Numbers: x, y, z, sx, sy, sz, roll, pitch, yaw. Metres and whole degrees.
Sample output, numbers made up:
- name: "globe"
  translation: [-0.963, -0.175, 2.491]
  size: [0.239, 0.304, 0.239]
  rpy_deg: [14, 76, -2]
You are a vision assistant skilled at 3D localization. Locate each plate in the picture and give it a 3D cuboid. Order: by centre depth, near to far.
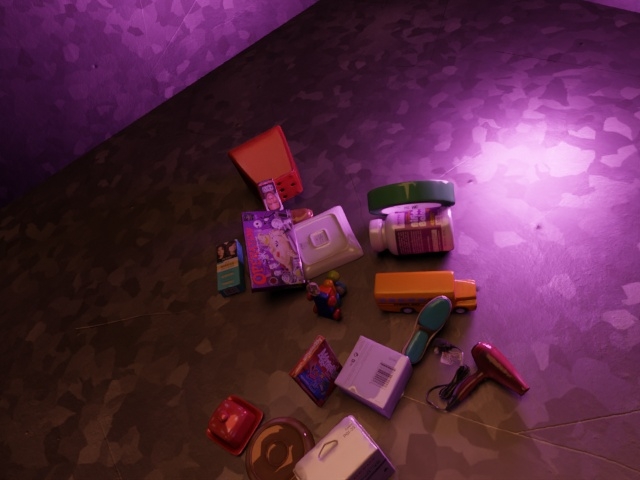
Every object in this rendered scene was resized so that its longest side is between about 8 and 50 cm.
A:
- name: "plate"
  translation: [0.000, 0.000, 1.874]
  size: [0.278, 0.045, 0.277]
  rpy_deg: [-24, 58, 1]

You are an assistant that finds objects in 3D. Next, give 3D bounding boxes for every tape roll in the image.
- name: "tape roll"
  translation: [0.340, -0.155, 1.720]
  size: [0.322, 0.321, 0.077]
  rpy_deg: [-7, 84, 15]

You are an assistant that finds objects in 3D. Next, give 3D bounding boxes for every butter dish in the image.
- name: "butter dish"
  translation: [-0.302, 0.593, 1.500]
  size: [0.160, 0.118, 0.159]
  rpy_deg: [19, 63, 30]

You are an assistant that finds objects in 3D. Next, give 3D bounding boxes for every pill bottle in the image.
- name: "pill bottle"
  translation: [0.342, -0.032, 1.716]
  size: [0.302, 0.169, 0.169]
  rpy_deg: [-6, 52, 15]

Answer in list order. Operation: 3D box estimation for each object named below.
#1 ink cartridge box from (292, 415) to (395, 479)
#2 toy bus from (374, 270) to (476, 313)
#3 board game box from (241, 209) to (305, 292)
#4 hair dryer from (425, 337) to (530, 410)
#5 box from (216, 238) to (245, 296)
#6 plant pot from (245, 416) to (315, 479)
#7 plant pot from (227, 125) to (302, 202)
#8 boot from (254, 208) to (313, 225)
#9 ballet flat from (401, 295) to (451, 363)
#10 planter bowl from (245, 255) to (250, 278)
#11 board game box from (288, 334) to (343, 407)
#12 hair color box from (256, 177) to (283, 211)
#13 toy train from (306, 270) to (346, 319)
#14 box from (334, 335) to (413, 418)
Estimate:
- name: "ink cartridge box"
  translation: [0.073, 0.623, 1.234]
  size: [0.207, 0.283, 0.117]
  rpy_deg: [-40, 51, -12]
- name: "toy bus"
  translation: [0.362, 0.177, 1.573]
  size: [0.333, 0.130, 0.108]
  rpy_deg: [-3, 53, 18]
- name: "board game box"
  translation: [-0.193, 0.034, 1.811]
  size: [0.208, 0.056, 0.346]
  rpy_deg: [-7, 61, -12]
- name: "hair dryer"
  translation: [0.481, 0.421, 1.398]
  size: [0.294, 0.080, 0.223]
  rpy_deg: [-1, 67, 28]
- name: "box"
  translation: [-0.383, 0.114, 1.935]
  size: [0.101, 0.060, 0.244]
  rpy_deg: [-18, 50, 6]
- name: "plant pot"
  translation: [-0.132, 0.673, 1.435]
  size: [0.237, 0.032, 0.236]
  rpy_deg: [-10, 51, 13]
- name: "plant pot"
  translation: [-0.225, -0.310, 2.094]
  size: [0.267, 0.267, 0.235]
  rpy_deg: [-29, 64, -3]
- name: "boot"
  translation: [-0.185, -0.089, 1.987]
  size: [0.306, 0.115, 0.112]
  rpy_deg: [-16, 48, 6]
- name: "ballet flat"
  translation: [0.343, 0.290, 1.499]
  size: [0.086, 0.086, 0.248]
  rpy_deg: [33, 88, 36]
- name: "planter bowl"
  translation: [-0.244, 0.086, 1.876]
  size: [0.162, 0.109, 0.162]
  rpy_deg: [-10, 51, 13]
- name: "board game box"
  translation: [-0.002, 0.415, 1.422]
  size: [0.027, 0.281, 0.145]
  rpy_deg: [26, 66, 33]
- name: "hair color box"
  translation: [-0.216, -0.186, 1.934]
  size: [0.072, 0.043, 0.141]
  rpy_deg: [-21, 93, -15]
- name: "toy train"
  translation: [0.024, 0.165, 1.632]
  size: [0.105, 0.248, 0.143]
  rpy_deg: [12, 55, 27]
- name: "box"
  translation: [0.173, 0.433, 1.452]
  size: [0.182, 0.119, 0.181]
  rpy_deg: [19, 62, 31]
